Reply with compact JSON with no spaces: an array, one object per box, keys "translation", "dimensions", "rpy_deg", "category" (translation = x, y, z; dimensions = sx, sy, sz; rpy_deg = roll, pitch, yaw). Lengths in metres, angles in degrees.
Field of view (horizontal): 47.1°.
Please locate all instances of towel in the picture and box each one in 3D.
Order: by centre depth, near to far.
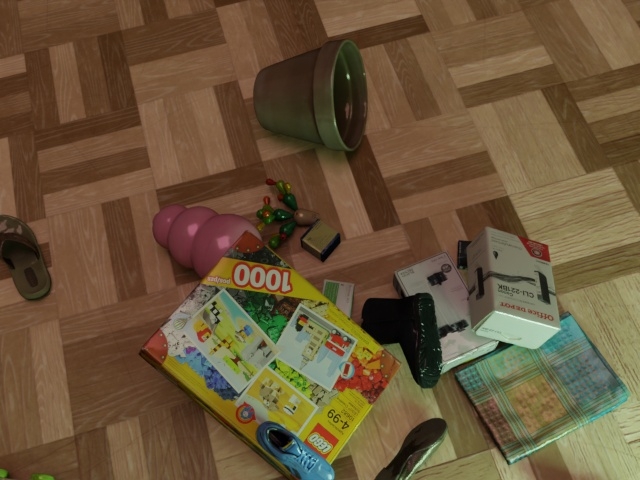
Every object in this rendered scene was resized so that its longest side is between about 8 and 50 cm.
[{"translation":[0.568,0.370,1.884],"dimensions":[0.370,0.040,0.271],"rpy_deg":[-25,64,-10],"category":"towel"}]

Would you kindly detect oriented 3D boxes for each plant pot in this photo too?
[{"translation":[-0.036,-0.425,2.196],"dimensions":[0.280,0.323,0.323],"rpy_deg":[1,61,22],"category":"plant pot"}]

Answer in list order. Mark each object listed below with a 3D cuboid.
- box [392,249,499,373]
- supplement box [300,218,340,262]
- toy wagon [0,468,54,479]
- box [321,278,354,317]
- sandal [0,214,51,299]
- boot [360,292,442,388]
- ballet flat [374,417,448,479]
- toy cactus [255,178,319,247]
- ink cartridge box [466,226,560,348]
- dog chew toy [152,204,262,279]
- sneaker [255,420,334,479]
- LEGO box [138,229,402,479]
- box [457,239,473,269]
[{"translation":[0.327,0.190,1.958],"dimensions":[0.169,0.087,0.290],"rpy_deg":[-22,64,-9],"category":"box"},{"translation":[0.000,0.000,2.086],"dimensions":[0.083,0.056,0.083],"rpy_deg":[35,69,18],"category":"supplement box"},{"translation":[-0.714,0.694,1.750],"dimensions":[0.344,0.068,0.267],"rpy_deg":[5,63,4],"category":"toy wagon"},{"translation":[0.042,0.174,1.969],"dimensions":[0.087,0.102,0.101],"rpy_deg":[9,62,4],"category":"box"},{"translation":[-0.857,0.033,2.085],"dimensions":[0.120,0.086,0.303],"rpy_deg":[-34,66,-15],"category":"sandal"},{"translation":[0.202,0.260,1.891],"dimensions":[0.094,0.207,0.247],"rpy_deg":[7,74,-43],"category":"boot"},{"translation":[0.227,0.537,1.806],"dimensions":[0.250,0.058,0.084],"rpy_deg":[-43,33,-23],"category":"ballet flat"},{"translation":[-0.094,-0.081,2.117],"dimensions":[0.180,0.112,0.219],"rpy_deg":[7,54,-5],"category":"toy cactus"},{"translation":[0.498,0.123,1.914],"dimensions":[0.197,0.114,0.273],"rpy_deg":[16,52,-13],"category":"ink cartridge box"},{"translation":[-0.325,-0.001,2.026],"dimensions":[0.331,0.207,0.207],"rpy_deg":[23,66,21],"category":"dog chew toy"},{"translation":[-0.052,0.471,1.605],"dimensions":[0.209,0.082,0.069],"rpy_deg":[39,70,-7],"category":"sneaker"},{"translation":[-0.122,0.285,1.770],"dimensions":[0.500,0.193,0.372],"rpy_deg":[41,70,-4],"category":"LEGO box"},{"translation":[0.420,0.042,2.069],"dimensions":[0.067,0.018,0.083],"rpy_deg":[5,63,5],"category":"box"}]
